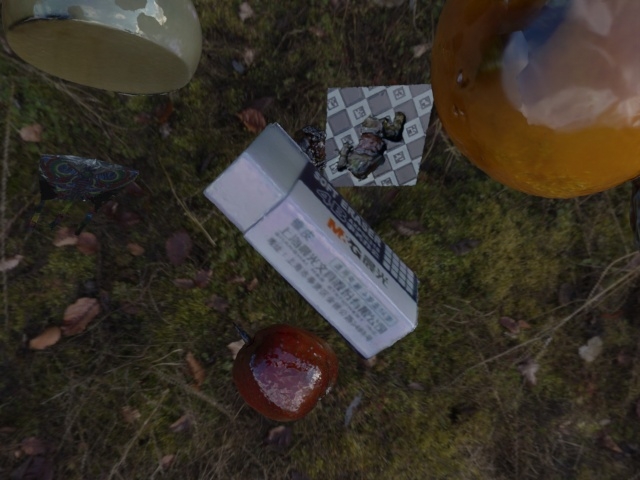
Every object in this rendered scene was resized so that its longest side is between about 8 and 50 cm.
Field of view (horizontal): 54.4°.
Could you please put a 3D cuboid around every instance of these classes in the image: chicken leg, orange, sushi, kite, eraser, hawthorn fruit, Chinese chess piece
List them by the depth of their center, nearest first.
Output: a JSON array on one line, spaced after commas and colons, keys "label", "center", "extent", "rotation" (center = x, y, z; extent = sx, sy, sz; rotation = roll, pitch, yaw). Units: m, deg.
[{"label": "orange", "center": [0.221, -0.162, 0.556], "extent": [0.246, 0.246, 0.246], "rotation": [0, 82, -2]}, {"label": "eraser", "center": [0.000, 0.000, 0.759], "extent": [0.086, 0.130, 0.287], "rotation": [-37, 103, 28]}, {"label": "Chinese chess piece", "center": [-0.281, -0.279, 0.822], "extent": [0.250, 0.251, 0.097], "rotation": [4, 82, -2]}, {"label": "kite", "center": [-0.423, -0.066, 1.062], "extent": [0.152, 0.285, 0.015], "rotation": [8, 64, -33]}, {"label": "chicken leg", "center": [-0.025, -0.173, 1.307], "extent": [0.063, 0.234, 0.105], "rotation": [-10, 78, -7]}, {"label": "hawthorn fruit", "center": [-0.110, 0.306, 1.583], "extent": [0.254, 0.254, 0.300], "rotation": [-43, 87, -7]}, {"label": "sushi", "center": [0.144, -0.290, 1.685], "extent": [0.293, 0.059, 0.292], "rotation": [-2, 121, -13]}]

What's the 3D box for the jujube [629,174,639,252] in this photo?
[{"label": "jujube", "center": [0.502, -0.097, 0.746], "extent": [0.225, 0.226, 0.317], "rotation": [-1, 108, -2]}]
